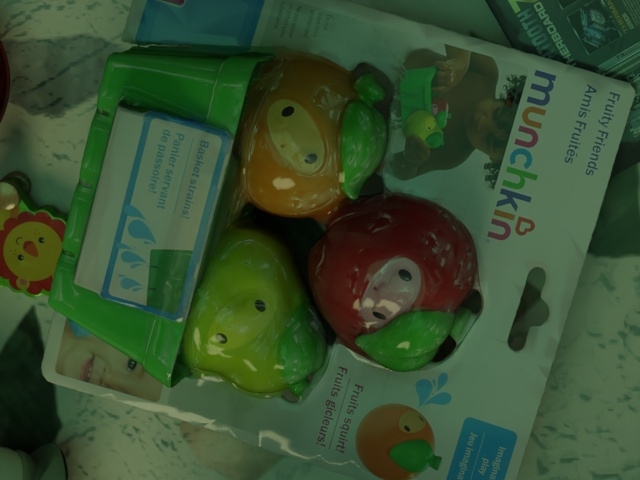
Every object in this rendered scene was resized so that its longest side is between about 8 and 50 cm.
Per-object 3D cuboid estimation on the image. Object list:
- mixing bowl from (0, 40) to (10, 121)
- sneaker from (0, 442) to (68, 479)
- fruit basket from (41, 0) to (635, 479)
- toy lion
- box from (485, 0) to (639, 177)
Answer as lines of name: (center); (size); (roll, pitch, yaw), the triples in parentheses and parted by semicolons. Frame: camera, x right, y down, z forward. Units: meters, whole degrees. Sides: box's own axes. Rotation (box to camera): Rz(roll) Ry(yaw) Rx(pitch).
mixing bowl: (-0.320, -0.096, 1.266); (0.181, 0.098, 0.181); (5, 63, -9)
sneaker: (-0.278, 0.316, 1.292); (0.146, 0.122, 0.330); (4, 86, -24)
fruit basket: (0.000, 0.000, 1.187); (0.353, 0.165, 0.327); (19, 102, 14)
toy lion: (-0.235, 0.005, 1.317); (0.100, 0.034, 0.096); (-31, 99, 15)
box: (0.210, -0.181, 1.177); (0.183, 0.059, 0.232); (-30, 92, 14)
